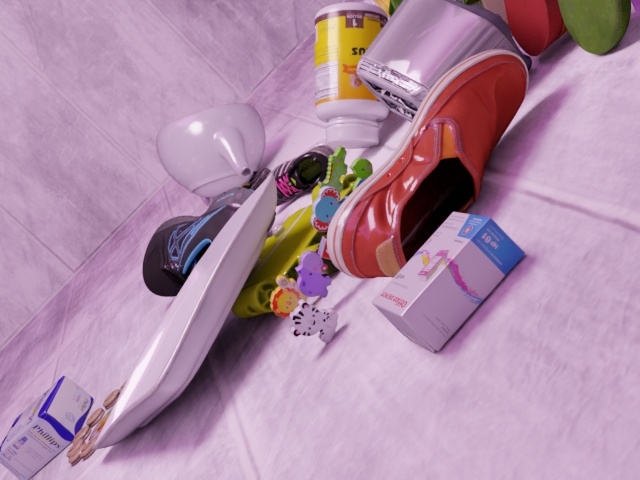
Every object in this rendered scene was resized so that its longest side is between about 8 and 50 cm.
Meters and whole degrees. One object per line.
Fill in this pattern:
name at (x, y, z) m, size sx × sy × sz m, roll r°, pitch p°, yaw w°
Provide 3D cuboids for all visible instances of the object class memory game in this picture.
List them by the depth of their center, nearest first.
memory game at (-0.331, 0.274, 1.667) m, size 0.186 × 0.012 × 0.186 m, roll -42°, pitch 15°, yaw 14°

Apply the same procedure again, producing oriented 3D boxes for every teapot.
teapot at (-0.224, -0.172, 2.297) m, size 0.253 × 0.187 × 0.256 m, roll -19°, pitch -3°, yaw 22°

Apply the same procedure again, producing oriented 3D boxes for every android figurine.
android figurine at (-0.032, 0.011, 1.470) m, size 0.248 × 0.056 × 0.273 m, roll -52°, pitch 18°, yaw -25°

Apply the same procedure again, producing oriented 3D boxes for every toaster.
toaster at (0.148, -0.230, 1.384) m, size 0.146 × 0.129 × 0.227 m, roll -50°, pitch 44°, yaw -3°

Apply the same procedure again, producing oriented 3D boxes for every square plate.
square plate at (-0.178, 0.112, 1.465) m, size 0.344 × 0.049 × 0.347 m, roll -45°, pitch 16°, yaw 57°

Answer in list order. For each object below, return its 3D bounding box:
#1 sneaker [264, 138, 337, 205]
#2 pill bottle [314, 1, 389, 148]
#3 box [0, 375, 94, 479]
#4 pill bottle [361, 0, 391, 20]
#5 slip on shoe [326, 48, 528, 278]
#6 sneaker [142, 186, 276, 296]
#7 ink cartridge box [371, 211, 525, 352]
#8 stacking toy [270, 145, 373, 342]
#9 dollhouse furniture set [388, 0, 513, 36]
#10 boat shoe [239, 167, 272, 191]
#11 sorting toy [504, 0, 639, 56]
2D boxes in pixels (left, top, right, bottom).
sneaker at (-0.042, -0.106, 1.805) m, size 0.170 × 0.063 × 0.075 m, roll -33°, pitch 12°, yaw 25°
pill bottle at (0.049, -0.256, 1.682) m, size 0.117 × 0.117 × 0.214 m, roll 167°, pitch 103°, yaw -65°
box at (-0.466, 0.317, 1.810) m, size 0.137 × 0.072 × 0.126 m, roll -41°, pitch 15°, yaw 17°
pill bottle at (0.121, -0.391, 1.992) m, size 0.246 × 0.136 × 0.136 m, roll -43°, pitch 14°, yaw 11°
slip on shoe at (0.140, -0.081, 1.157) m, size 0.101 × 0.123 × 0.331 m, roll 15°, pitch 55°, yaw 43°
sneaker at (-0.219, 0.027, 1.816) m, size 0.341 × 0.125 × 0.139 m, roll -34°, pitch 23°, yaw 45°
ink cartridge box at (0.115, 0.036, 0.981) m, size 0.122 × 0.052 × 0.088 m, roll -48°, pitch 14°, yaw -7°
stacking toy at (0.000, 0.000, 1.237) m, size 0.167 × 0.052 × 0.221 m, roll -142°, pitch 68°, yaw -75°
dollhouse furniture set at (0.219, -0.306, 1.626) m, size 0.198 × 0.151 × 0.301 m, roll -25°, pitch -4°, yaw 1°
boat shoe at (-0.136, -0.090, 2.056) m, size 0.152 × 0.049 × 0.056 m, roll -38°, pitch 16°, yaw 29°
sorting toy at (0.340, -0.288, 1.221) m, size 0.126 × 0.127 × 0.365 m, roll -18°, pitch 12°, yaw -13°
